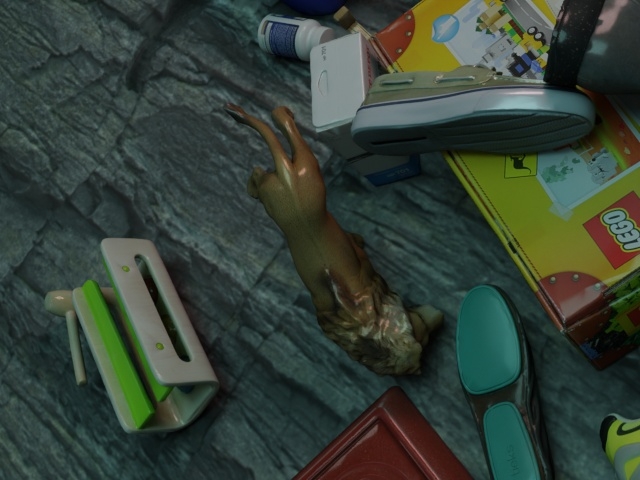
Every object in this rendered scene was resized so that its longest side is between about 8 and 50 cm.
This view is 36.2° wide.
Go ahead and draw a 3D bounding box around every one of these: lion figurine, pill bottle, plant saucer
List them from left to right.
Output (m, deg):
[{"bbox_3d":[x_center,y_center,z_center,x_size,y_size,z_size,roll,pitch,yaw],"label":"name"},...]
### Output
[{"bbox_3d":[-0.036,-0.324,1.571,0.120,0.067,0.067,17,79,33],"label":"pill bottle"},{"bbox_3d":[0.000,0.000,1.276,0.142,0.392,0.240,-37,23,5],"label":"lion figurine"},{"bbox_3d":[0.069,0.354,1.243,0.259,0.047,0.258,-43,56,5],"label":"plant saucer"}]

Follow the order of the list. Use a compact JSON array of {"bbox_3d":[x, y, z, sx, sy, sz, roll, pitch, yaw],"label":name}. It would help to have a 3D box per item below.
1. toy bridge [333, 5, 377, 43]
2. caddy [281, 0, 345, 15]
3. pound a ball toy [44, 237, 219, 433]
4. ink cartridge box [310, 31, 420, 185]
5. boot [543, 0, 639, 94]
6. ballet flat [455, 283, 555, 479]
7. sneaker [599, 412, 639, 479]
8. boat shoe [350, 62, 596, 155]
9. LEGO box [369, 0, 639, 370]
[{"bbox_3d":[0.093,-0.290,1.488,0.026,0.063,0.188,-47,54,4],"label":"toy bridge"},{"bbox_3d":[-0.046,-0.531,1.596,0.241,0.179,0.341,-49,56,3],"label":"caddy"},{"bbox_3d":[-0.285,0.148,1.492,0.208,0.135,0.319,-53,51,31],"label":"pound a ball toy"},{"bbox_3d":[0.066,-0.181,1.381,0.082,0.190,0.140,-13,64,23],"label":"ink cartridge box"},{"bbox_3d":[0.391,-0.268,1.065,0.222,0.118,0.338,17,66,15],"label":"boot"},{"bbox_3d":[0.226,0.194,1.194,0.095,0.096,0.281,-18,64,26],"label":"ballet flat"},{"bbox_3d":[0.467,0.146,1.056,0.384,0.145,0.147,-42,57,5],"label":"sneaker"},{"bbox_3d":[0.169,-0.161,1.135,0.302,0.109,0.094,1,69,32],"label":"boat shoe"},{"bbox_3d":[0.347,-0.158,1.217,0.372,0.193,0.500,-35,58,12],"label":"LEGO box"}]
